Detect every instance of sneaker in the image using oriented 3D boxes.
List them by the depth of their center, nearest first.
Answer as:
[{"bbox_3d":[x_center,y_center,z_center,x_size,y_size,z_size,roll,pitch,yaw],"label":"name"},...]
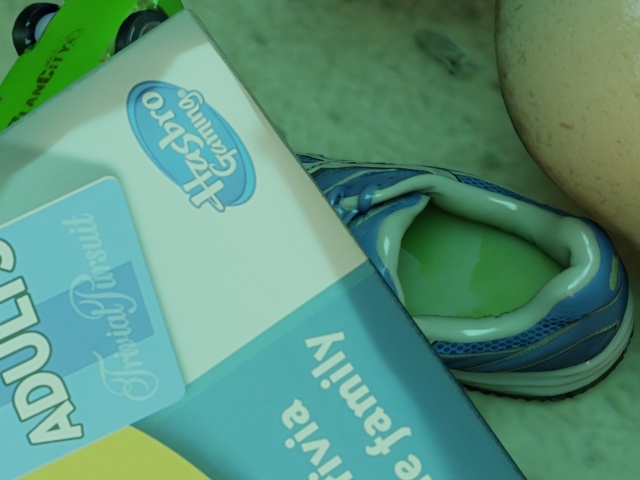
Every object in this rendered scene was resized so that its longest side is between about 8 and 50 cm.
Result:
[{"bbox_3d":[0.000,0.000,0.523,0.211,0.081,0.080,5,73,6],"label":"sneaker"}]

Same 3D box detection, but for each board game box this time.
[{"bbox_3d":[-0.094,0.148,0.363,0.336,0.079,0.254,-35,83,-6],"label":"board game box"}]

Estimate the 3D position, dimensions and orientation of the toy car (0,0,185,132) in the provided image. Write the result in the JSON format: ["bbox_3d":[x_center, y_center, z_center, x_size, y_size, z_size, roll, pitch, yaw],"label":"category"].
[{"bbox_3d":[-0.046,-0.088,0.525,0.239,0.053,0.225,12,65,43],"label":"toy car"}]

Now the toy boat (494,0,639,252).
[{"bbox_3d":[0.197,-0.110,0.526,0.267,0.148,0.318,25,75,-13],"label":"toy boat"}]
